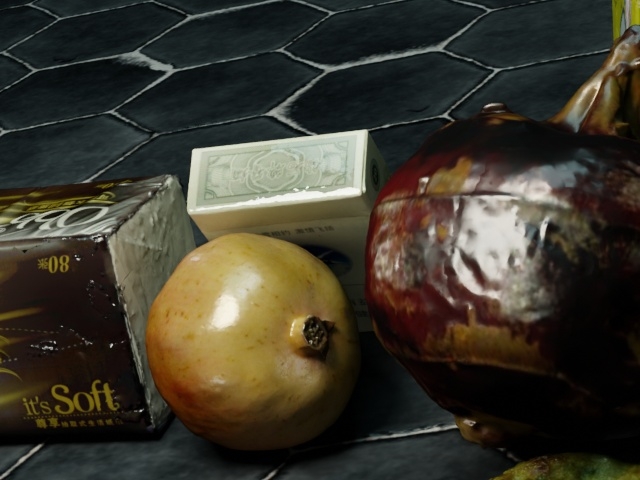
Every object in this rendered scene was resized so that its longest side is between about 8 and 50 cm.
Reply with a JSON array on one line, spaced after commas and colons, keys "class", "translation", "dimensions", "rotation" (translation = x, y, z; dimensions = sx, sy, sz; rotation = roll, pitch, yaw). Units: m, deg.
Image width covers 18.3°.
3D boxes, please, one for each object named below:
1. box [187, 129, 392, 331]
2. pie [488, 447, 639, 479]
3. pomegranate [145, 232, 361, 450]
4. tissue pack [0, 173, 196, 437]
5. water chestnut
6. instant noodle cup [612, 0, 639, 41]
[{"class": "box", "translation": [0.000, 0.000, 1.808], "dimensions": [0.164, 0.256, 0.069], "rotation": [-6, 60, 17]}, {"class": "pie", "translation": [0.200, 0.231, 1.386], "dimensions": [0.277, 0.079, 0.277], "rotation": [-11, 25, 5]}, {"class": "pomegranate", "translation": [-0.053, 0.087, 1.706], "dimensions": [0.191, 0.191, 0.191], "rotation": [-11, 23, 5]}, {"class": "tissue pack", "translation": [-0.296, 0.064, 1.880], "dimensions": [0.370, 0.210, 0.198], "rotation": [-5, 17, 20]}, {"class": "water chestnut", "translation": [0.198, -0.001, 1.568], "dimensions": [0.335, 0.347, 0.335], "rotation": [8, -7, 1]}, {"class": "instant noodle cup", "translation": [0.450, -0.275, 2.155], "dimensions": [0.254, 0.326, 0.325], "rotation": [0, 24, 4]}]
